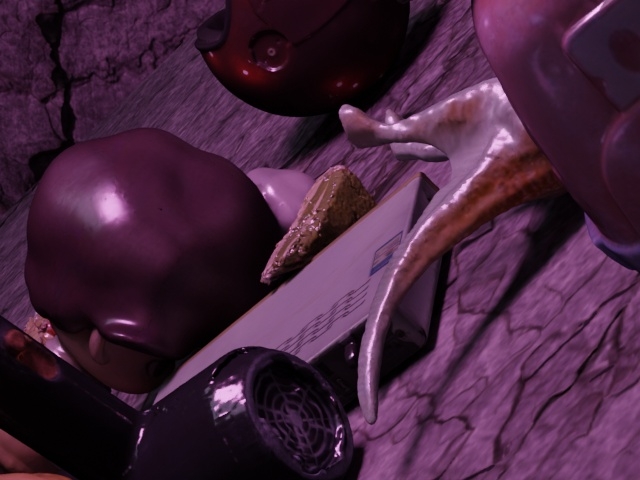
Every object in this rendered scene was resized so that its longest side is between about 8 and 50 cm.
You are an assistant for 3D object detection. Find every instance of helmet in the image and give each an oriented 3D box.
[{"bbox_3d":[-0.015,-0.215,1.692,0.216,0.193,0.189,-25,14,23],"label":"helmet"}]

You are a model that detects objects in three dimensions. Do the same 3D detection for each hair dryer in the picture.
[{"bbox_3d":[-0.162,0.073,1.007,0.189,0.352,0.107,-36,29,32],"label":"hair dryer"}]

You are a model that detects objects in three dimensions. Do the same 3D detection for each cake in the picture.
[{"bbox_3d":[0.000,0.000,1.322,0.051,0.055,0.140,-36,13,31],"label":"cake"}]

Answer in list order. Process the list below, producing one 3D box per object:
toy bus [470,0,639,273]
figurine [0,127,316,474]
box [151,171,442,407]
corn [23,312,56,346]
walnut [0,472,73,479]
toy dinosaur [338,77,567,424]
[{"bbox_3d":[0.196,-0.128,0.764,0.294,0.232,0.197,-42,15,20],"label":"toy bus"},{"bbox_3d":[-0.161,0.088,1.414,0.365,0.206,0.218,-68,-14,7],"label":"figurine"},{"bbox_3d":[-0.025,0.084,1.203,0.270,0.045,0.211,-40,16,24],"label":"box"},{"bbox_3d":[-0.251,0.095,1.727,0.290,0.098,0.098,-51,15,-17],"label":"corn"},{"bbox_3d":[-0.186,0.230,0.963,0.245,0.198,0.198,-35,18,24],"label":"walnut"},{"bbox_3d":[0.100,-0.055,1.079,0.205,0.092,0.393,1,38,32],"label":"toy dinosaur"}]
